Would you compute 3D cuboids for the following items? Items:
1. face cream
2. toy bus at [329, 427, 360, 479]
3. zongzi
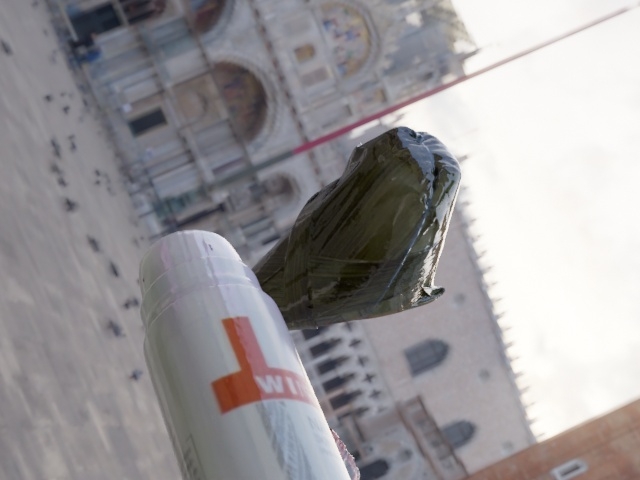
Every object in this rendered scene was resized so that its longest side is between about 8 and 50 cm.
[{"bbox_3d":[-0.046,0.122,0.702,0.102,0.102,0.345,73,-7,-48],"label":"face cream"},{"bbox_3d":[-0.047,0.237,0.861,0.081,0.195,0.089,4,-38,38],"label":"toy bus"},{"bbox_3d":[0.000,0.000,0.980,0.221,0.242,0.112,97,-24,-54],"label":"zongzi"}]
